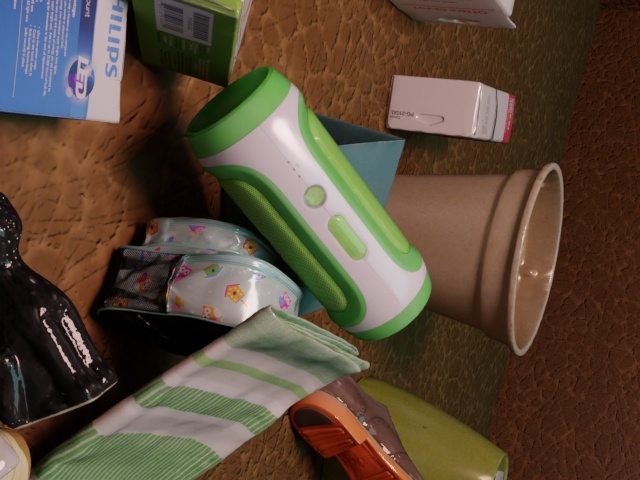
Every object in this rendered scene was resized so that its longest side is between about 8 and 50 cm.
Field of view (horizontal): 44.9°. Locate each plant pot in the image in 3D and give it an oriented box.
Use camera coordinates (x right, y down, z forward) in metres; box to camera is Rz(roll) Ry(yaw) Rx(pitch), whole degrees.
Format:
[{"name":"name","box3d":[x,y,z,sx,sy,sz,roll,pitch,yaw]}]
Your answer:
[{"name":"plant pot","box3d":[-0.024,-0.034,0.998,0.165,0.166,0.234,-13,120,-52]},{"name":"plant pot","box3d":[0.195,0.426,1.472,0.275,0.294,0.274,-34,129,-56]},{"name":"plant pot","box3d":[0.241,0.008,1.386,0.334,0.306,0.333,-35,131,-55]}]

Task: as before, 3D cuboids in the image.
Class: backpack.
[{"name":"backpack","box3d":[-0.113,0.059,0.833,0.166,0.188,0.144,50,56,-57]}]

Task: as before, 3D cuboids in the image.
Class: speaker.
[{"name":"speaker","box3d":[-0.006,-0.032,0.810,0.296,0.131,0.131,51,50,-24]}]

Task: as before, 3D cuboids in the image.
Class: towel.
[{"name":"towel","box3d":[-0.124,0.187,0.798,0.038,0.325,0.248,62,12,27]}]

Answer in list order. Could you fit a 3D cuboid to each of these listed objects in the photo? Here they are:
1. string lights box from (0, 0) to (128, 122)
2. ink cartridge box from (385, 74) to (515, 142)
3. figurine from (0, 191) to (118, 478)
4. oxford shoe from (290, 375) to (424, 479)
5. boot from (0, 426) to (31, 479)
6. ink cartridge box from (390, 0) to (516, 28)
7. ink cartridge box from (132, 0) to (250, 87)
[{"name":"string lights box","box3d":[-0.259,-0.165,0.580,0.260,0.077,0.133,-8,107,-63]},{"name":"ink cartridge box","box3d":[0.248,-0.243,1.452,0.237,0.172,0.100,-9,107,-62]},{"name":"figurine","box3d":[-0.274,0.063,0.573,0.209,0.092,0.215,67,22,-9]},{"name":"oxford shoe","box3d":[0.108,0.357,1.309,0.363,0.130,0.132,52,40,-15]},{"name":"boot","box3d":[-0.337,0.264,0.571,0.203,0.095,0.261,37,66,-62]},{"name":"ink cartridge box","box3d":[0.193,-0.446,1.223,0.353,0.207,0.119,7,95,-65]},{"name":"ink cartridge box","box3d":[-0.095,-0.304,0.740,0.189,0.097,0.255,142,-36,-78]}]
